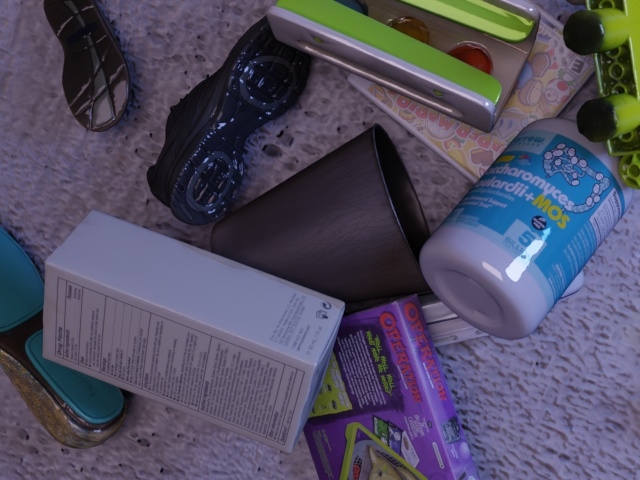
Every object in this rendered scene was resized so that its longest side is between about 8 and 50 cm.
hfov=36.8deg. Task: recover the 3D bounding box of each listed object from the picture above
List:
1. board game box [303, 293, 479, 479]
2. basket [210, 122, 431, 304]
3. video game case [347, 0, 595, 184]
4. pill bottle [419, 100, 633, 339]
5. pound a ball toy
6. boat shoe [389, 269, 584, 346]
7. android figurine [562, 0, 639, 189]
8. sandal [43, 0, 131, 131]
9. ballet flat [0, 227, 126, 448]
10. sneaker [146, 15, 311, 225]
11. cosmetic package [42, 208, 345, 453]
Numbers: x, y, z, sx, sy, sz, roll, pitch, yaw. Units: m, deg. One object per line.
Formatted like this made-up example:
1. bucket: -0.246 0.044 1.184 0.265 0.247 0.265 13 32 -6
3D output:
1. board game box: 0.078 0.251 1.126 0.208 0.056 0.346 -19 88 46
2. basket: 0.000 0.000 1.131 0.227 0.154 0.204 -21 89 17
3. video game case: 0.180 -0.202 1.140 0.227 0.026 0.206 40 100 9
4. pill bottle: 0.236 -0.032 1.038 0.146 0.146 0.264 38 69 9
5. pound a ball toy: 0.131 -0.259 1.077 0.319 0.136 0.208 25 85 10
6. boat shoe: 0.196 0.075 1.131 0.226 0.083 0.075 -10 118 13
7. android figurine: 0.339 -0.183 0.989 0.056 0.273 0.248 -4 103 44
8. sandal: -0.296 -0.238 1.240 0.090 0.060 0.219 -28 71 7
9. ballet flat: -0.386 0.128 1.252 0.123 0.123 0.348 -42 81 11
10. sneaker: -0.123 -0.161 1.172 0.130 0.109 0.286 25 79 48
11. cosmetic package: -0.145 0.101 1.076 0.310 0.113 0.160 21 130 7
